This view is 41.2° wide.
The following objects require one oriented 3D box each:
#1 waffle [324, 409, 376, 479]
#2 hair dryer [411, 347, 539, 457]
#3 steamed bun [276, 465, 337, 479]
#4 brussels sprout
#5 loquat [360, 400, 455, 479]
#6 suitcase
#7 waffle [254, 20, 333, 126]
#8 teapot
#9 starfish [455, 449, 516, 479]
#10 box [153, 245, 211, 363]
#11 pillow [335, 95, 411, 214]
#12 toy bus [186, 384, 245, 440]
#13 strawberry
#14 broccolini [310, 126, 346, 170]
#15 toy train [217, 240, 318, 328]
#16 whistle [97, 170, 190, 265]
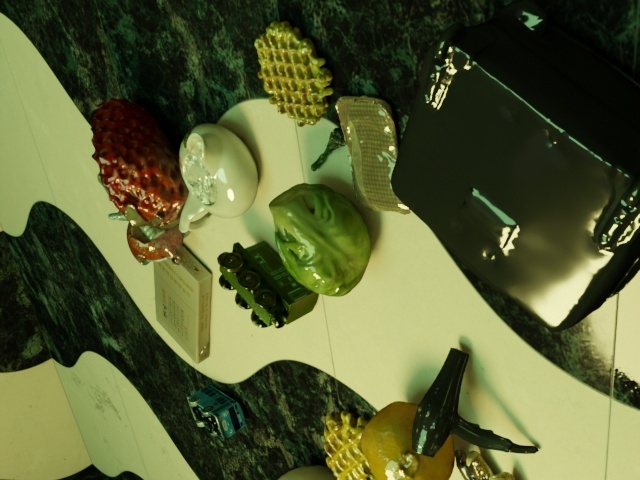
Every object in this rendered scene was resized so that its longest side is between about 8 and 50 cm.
[{"bbox_3d":[0.099,0.517,1.933,0.260,0.069,0.293,20,130,44],"label":"waffle"},{"bbox_3d":[0.282,0.312,1.491,0.219,0.195,0.075,22,-179,6],"label":"hair dryer"},{"bbox_3d":[-0.043,0.728,2.098,0.309,0.309,0.309,34,141,34],"label":"steamed bun"},{"bbox_3d":[0.000,0.000,1.562,0.223,0.161,0.223,157,90,-80],"label":"brussels sprout"},{"bbox_3d":[0.167,0.400,1.628,0.234,0.176,0.187,51,-150,-80],"label":"loquat"},{"bbox_3d":[0.269,-0.085,1.082,0.345,0.188,0.339,42,143,21],"label":"suitcase"},{"bbox_3d":[-0.048,-0.290,1.486,0.191,0.038,0.191,35,141,34],"label":"waffle"},{"bbox_3d":[-0.222,-0.131,1.767,0.204,0.139,0.298,40,143,24],"label":"teapot"},{"bbox_3d":[0.323,0.504,1.622,0.238,0.071,0.216,64,155,10],"label":"starfish"},{"bbox_3d":[-0.374,0.157,2.296,0.204,0.051,0.365,41,144,26],"label":"box"},{"bbox_3d":[0.087,-0.143,1.429,0.135,0.034,0.211,13,125,51],"label":"pillow"},{"bbox_3d":[-0.292,0.483,2.404,0.185,0.106,0.090,16,125,54],"label":"toy bus"},{"bbox_3d":[-0.393,-0.187,1.935,0.149,0.265,0.336,-27,75,16],"label":"strawberry"},{"bbox_3d":[0.009,-0.163,1.531,0.035,0.030,0.140,64,153,7],"label":"broccolini"},{"bbox_3d":[-0.121,0.089,1.816,0.225,0.137,0.090,46,145,27],"label":"toy train"},{"bbox_3d":[-0.447,-0.059,2.136,0.346,0.142,0.134,48,-172,22],"label":"whistle"}]
